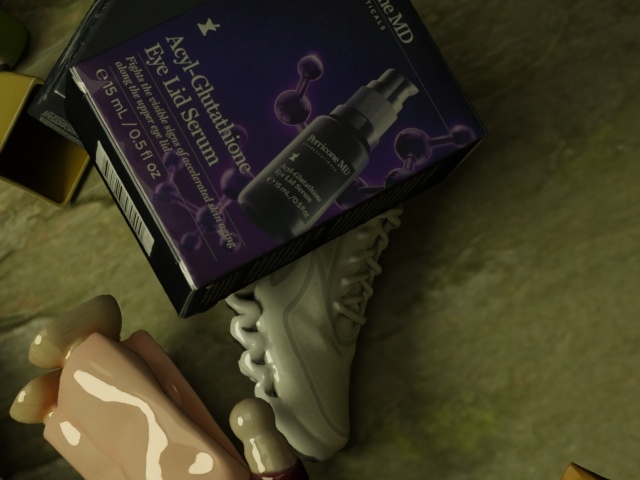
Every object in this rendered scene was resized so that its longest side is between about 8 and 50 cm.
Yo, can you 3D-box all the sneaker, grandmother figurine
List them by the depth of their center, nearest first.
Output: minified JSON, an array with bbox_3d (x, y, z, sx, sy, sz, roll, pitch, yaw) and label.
[{"bbox_3d":[-0.060,0.182,0.953,0.342,0.104,0.208,44,140,22],"label":"grandmother figurine"},{"bbox_3d":[0.000,0.000,0.984,0.118,0.110,0.292,-10,72,13],"label":"sneaker"}]

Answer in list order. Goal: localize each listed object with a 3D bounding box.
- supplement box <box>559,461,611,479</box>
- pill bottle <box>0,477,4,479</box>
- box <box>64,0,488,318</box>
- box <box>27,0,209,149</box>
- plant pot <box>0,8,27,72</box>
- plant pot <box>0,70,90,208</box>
[{"bbox_3d":[0.200,0.232,0.768,0.194,0.191,0.129,33,91,29],"label":"supplement box"},{"bbox_3d":[-0.336,0.150,1.067,0.264,0.153,0.153,42,95,28],"label":"pill bottle"},{"bbox_3d":[-0.029,-0.070,0.896,0.207,0.108,0.153,-29,84,-14],"label":"box"},{"bbox_3d":[-0.119,-0.137,1.025,0.093,0.158,0.156,32,80,-15],"label":"box"},{"bbox_3d":[-0.384,-0.180,1.148,0.228,0.227,0.207,-40,69,10],"label":"plant pot"},{"bbox_3d":[-0.230,-0.084,1.128,0.083,0.081,0.081,24,87,42],"label":"plant pot"}]
